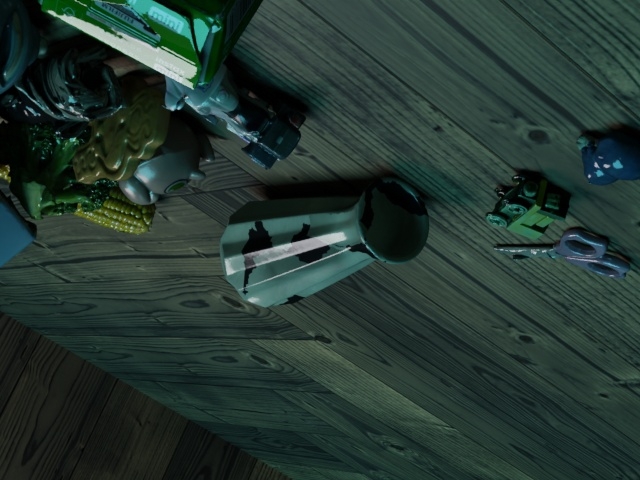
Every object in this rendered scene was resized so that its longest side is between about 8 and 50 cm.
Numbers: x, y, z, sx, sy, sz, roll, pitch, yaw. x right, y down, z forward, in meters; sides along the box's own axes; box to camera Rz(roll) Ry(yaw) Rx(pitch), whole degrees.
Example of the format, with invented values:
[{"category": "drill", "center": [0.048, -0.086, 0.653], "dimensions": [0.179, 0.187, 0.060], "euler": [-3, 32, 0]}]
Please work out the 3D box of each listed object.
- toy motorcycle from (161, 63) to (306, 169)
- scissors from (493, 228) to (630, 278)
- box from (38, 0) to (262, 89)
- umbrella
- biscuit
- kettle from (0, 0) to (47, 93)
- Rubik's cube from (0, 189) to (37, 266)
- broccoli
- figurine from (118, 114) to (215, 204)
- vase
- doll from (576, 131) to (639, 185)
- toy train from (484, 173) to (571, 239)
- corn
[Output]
[{"category": "toy motorcycle", "center": [-0.114, -0.171, 1.825], "dimensions": [0.221, 0.102, 0.150], "euler": [35, 180, -21]}, {"category": "scissors", "center": [0.303, 0.017, 1.935], "dimensions": [0.212, 0.021, 0.110], "euler": [0, 148, 49]}, {"category": "box", "center": [-0.120, -0.272, 1.307], "dimensions": [0.180, 0.250, 0.103], "euler": [27, 146, -2]}, {"category": "umbrella", "center": [-0.382, -0.195, 2.046], "dimensions": [0.358, 0.106, 0.113], "euler": [0, 123, 60]}, {"category": "biscuit", "center": [-0.271, -0.148, 1.992], "dimensions": [0.040, 0.144, 0.236], "euler": [6, 174, -32]}, {"category": "kettle", "center": [-0.513, -0.278, 1.866], "dimensions": [0.342, 0.247, 0.319], "euler": [13, -169, 6]}, {"category": "Rubik's cube", "center": [-0.689, -0.081, 2.173], "dimensions": [0.347, 0.344, 0.346], "euler": [44, 170, 38]}, {"category": "broccoli", "center": [-0.393, -0.112, 2.234], "dimensions": [0.195, 0.156, 0.195], "euler": [24, 132, 30]}, {"category": "figurine", "center": [-0.226, -0.115, 2.056], "dimensions": [0.138, 0.125, 0.125], "euler": [-17, -172, -35]}, {"category": "vase", "center": [0.000, 0.000, 2.069], "dimensions": [0.165, 0.165, 0.360], "euler": [33, 156, -25]}, {"category": "doll", "center": [0.320, -0.086, 1.591], "dimensions": [0.076, 0.050, 0.083], "euler": [26, 160, -19]}, {"category": "toy train", "center": [0.250, -0.039, 1.802], "dimensions": [0.081, 0.050, 0.122], "euler": [22, 161, -8]}, {"category": "corn", "center": [-0.396, -0.093, 2.377], "dimensions": [0.292, 0.101, 0.101], "euler": [27, 161, -17]}]
